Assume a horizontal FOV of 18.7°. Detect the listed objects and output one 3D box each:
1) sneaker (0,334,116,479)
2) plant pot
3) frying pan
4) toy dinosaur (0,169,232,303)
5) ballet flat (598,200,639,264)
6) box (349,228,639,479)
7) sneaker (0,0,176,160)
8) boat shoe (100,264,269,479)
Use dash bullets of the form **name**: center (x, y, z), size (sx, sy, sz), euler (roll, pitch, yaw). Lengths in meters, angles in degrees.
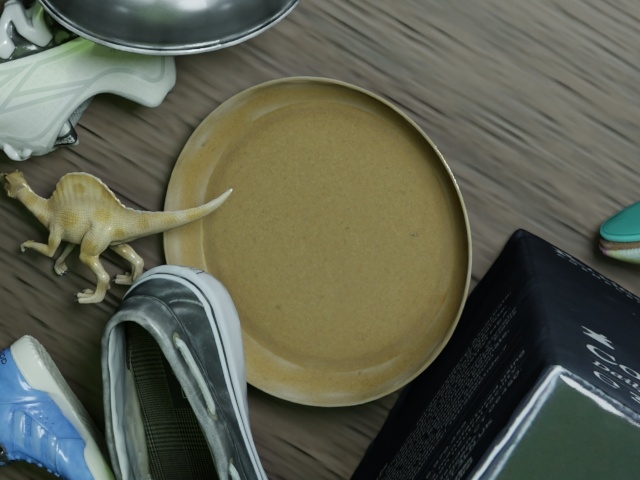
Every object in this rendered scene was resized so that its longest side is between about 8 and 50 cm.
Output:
- **sneaker**: center (-0.207, 0.154, 1.424), size (0.084, 0.058, 0.152), euler (-34, 92, 2)
- **plant pot**: center (0.000, 0.000, 1.373), size (0.236, 0.032, 0.236), euler (5, 102, 23)
- **frying pan**: center (-0.037, -0.194, 1.304), size (0.326, 0.197, 0.053), euler (6, 139, 4)
- **toy dinosaur**: center (-0.156, -0.006, 1.386), size (0.183, 0.053, 0.092), euler (8, 118, 17)
- **ballet flat**: center (0.309, -0.020, 1.369), size (0.221, 0.077, 0.079), euler (-27, 116, 7)
- **box**: center (0.255, 0.263, 1.209), size (0.480, 0.472, 0.297), euler (32, 98, -2)
- **sneaker**: center (-0.240, -0.102, 1.369), size (0.292, 0.110, 0.118), euler (-20, 106, 7)
- **boat shoe**: center (-0.099, 0.188, 1.378), size (0.121, 0.119, 0.335), euler (-9, 101, 27)
